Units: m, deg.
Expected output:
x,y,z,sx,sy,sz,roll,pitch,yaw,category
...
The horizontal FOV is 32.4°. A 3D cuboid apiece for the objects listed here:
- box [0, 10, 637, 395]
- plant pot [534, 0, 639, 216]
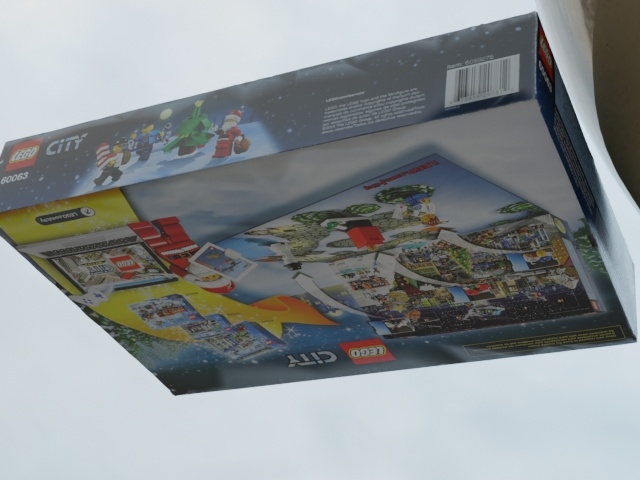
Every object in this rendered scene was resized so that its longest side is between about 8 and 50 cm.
x,y,z,sx,sy,sz,roll,pitch,yaw,category
0.000,0.000,0.465,0.233,0.044,0.159,-10,-38,23,box
0.238,-0.054,0.434,0.284,0.284,0.191,-1,-66,34,plant pot
